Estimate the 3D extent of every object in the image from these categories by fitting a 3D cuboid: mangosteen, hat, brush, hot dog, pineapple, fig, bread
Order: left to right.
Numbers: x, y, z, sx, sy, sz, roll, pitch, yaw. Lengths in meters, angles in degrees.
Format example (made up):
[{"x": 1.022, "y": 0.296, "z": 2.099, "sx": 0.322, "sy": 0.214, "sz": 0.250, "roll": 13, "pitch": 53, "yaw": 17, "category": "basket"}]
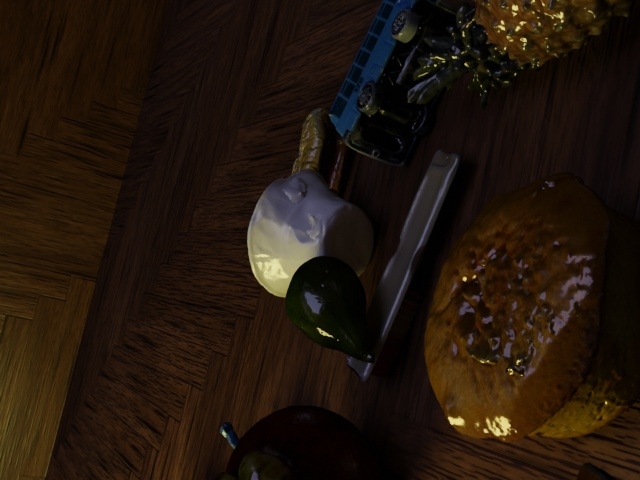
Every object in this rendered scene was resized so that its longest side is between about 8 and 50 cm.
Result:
[{"x": -0.039, "y": 0.313, "z": 0.969, "sx": 0.215, "sy": 0.257, "sz": 0.215, "roll": -7, "pitch": 77, "yaw": 33, "category": "mangosteen"}, {"x": -0.005, "y": -0.102, "z": 1.314, "sx": 0.073, "sy": 0.084, "sz": 0.242, "roll": 11, "pitch": 84, "yaw": 63, "category": "hot dog"}, {"x": 0.000, "y": 0.000, "z": 1.186, "sx": 0.126, "sy": 0.203, "sz": 0.203, "roll": 16, "pitch": 90, "yaw": 44, "category": "hat"}, {"x": 0.017, "y": 0.099, "z": 1.048, "sx": 0.117, "sy": 0.117, "sz": 0.177, "roll": -60, "pitch": 33, "yaw": 24, "category": "fig"}, {"x": 0.121, "y": 0.037, "z": 1.049, "sx": 0.321, "sy": 0.050, "sz": 0.060, "roll": -69, "pitch": 25, "yaw": 6, "category": "brush"}, {"x": 0.219, "y": -0.247, "z": 0.926, "sx": 0.340, "sy": 0.169, "sz": 0.169, "roll": 139, "pitch": 139, "yaw": -58, "category": "pineapple"}, {"x": 0.207, "y": 0.068, "z": 0.770, "sx": 0.268, "sy": 0.145, "sz": 0.268, "roll": -44, "pitch": 35, "yaw": 44, "category": "bread"}]

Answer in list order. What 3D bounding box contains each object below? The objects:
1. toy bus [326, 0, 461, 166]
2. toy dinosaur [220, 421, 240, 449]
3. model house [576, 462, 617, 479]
[{"x": 0.111, "y": -0.240, "z": 1.143, "sx": 0.234, "sy": 0.116, "sz": 0.133, "roll": -63, "pitch": 29, "yaw": 16, "category": "toy bus"}, {"x": -0.108, "y": 0.377, "z": 1.252, "sx": 0.144, "sy": 0.076, "sz": 0.329, "roll": 32, "pitch": 106, "yaw": 28, "category": "toy dinosaur"}, {"x": 0.214, "y": 0.300, "z": 0.557, "sx": 0.199, "sy": 0.219, "sz": 0.229, "roll": 22, "pitch": 83, "yaw": 47, "category": "model house"}]
